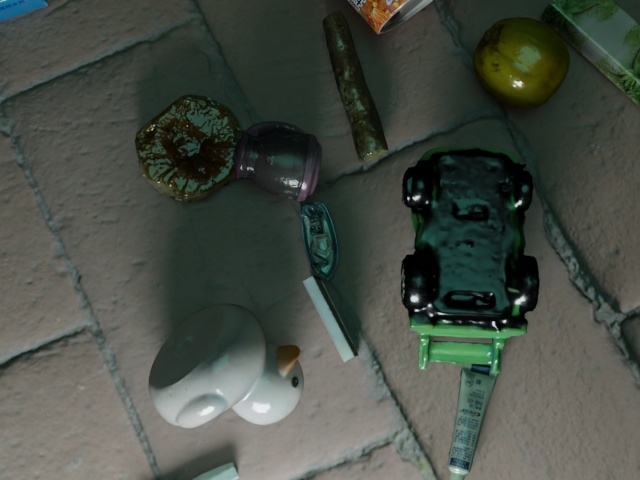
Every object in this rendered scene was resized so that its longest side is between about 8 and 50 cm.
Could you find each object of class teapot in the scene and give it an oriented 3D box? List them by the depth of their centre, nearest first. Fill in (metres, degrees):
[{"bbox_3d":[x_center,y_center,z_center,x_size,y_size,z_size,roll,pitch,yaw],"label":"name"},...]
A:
[{"bbox_3d":[-0.075,-0.148,1.479,0.146,0.116,0.148,10,75,-9],"label":"teapot"}]

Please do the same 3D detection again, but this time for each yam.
[{"bbox_3d":[0.057,-0.271,1.536,0.061,0.061,0.274,-16,80,-2],"label":"yam"}]

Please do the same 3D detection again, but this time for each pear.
[{"bbox_3d":[0.346,-0.306,1.497,0.162,0.149,0.149,33,82,0],"label":"pear"}]

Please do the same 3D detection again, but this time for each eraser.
[{"bbox_3d":[0.019,0.131,1.449,0.023,0.104,0.150,-28,82,3],"label":"eraser"}]

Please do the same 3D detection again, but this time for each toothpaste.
[{"bbox_3d":[0.247,0.312,1.453,0.062,0.037,0.216,14,77,2],"label":"toothpaste"}]

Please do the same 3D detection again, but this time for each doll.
[{"bbox_3d":[-0.144,0.223,1.412,0.251,0.221,0.221,-32,81,18],"label":"doll"}]

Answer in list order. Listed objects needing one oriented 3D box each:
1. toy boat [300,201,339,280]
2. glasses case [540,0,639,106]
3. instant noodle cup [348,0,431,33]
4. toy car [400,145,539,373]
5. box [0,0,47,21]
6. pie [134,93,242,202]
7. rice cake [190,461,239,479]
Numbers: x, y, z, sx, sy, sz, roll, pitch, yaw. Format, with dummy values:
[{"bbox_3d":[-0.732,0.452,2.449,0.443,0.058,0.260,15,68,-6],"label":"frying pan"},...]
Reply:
[{"bbox_3d":[0.000,0.000,1.489,0.059,0.066,0.140,-10,82,-5],"label":"toy boat"},{"bbox_3d":[0.525,-0.345,1.545,0.095,0.062,0.272,-43,84,-12],"label":"glasses case"},{"bbox_3d":[0.122,-0.491,1.488,0.250,0.250,0.192,-36,91,-5],"label":"instant noodle cup"},{"bbox_3d":[0.238,0.030,1.435,0.213,0.176,0.359,0,75,3],"label":"toy car"},{"bbox_3d":[-0.595,-0.498,1.568,0.139,0.073,0.194,-21,81,-3],"label":"box"},{"bbox_3d":[-0.223,-0.158,1.526,0.195,0.046,0.195,0,83,-1],"label":"pie"},{"bbox_3d":[-0.218,0.420,1.439,0.180,0.030,0.042,-25,76,-4],"label":"rice cake"}]
